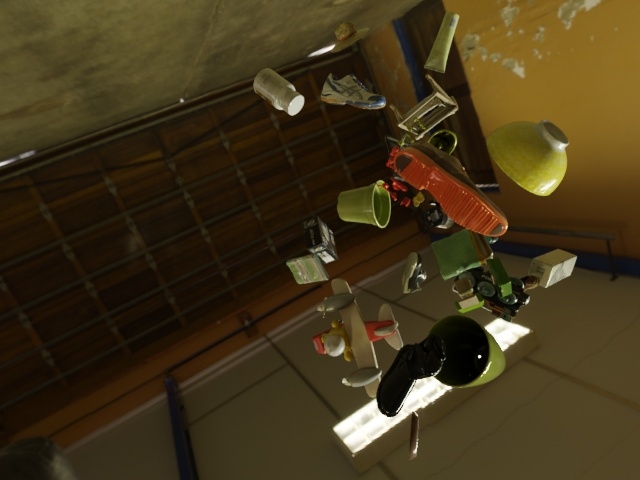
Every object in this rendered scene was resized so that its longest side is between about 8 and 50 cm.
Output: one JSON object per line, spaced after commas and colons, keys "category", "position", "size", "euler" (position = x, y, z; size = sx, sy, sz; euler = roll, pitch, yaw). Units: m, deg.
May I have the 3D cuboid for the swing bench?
{"category": "swing bench", "position": [0.547, -0.672, 2.257], "size": [0.253, 0.255, 0.165], "euler": [-36, -131, 33]}

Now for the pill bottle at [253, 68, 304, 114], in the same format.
{"category": "pill bottle", "position": [-0.191, -0.686, 2.020], "size": [0.131, 0.229, 0.131], "euler": [-42, 160, -19]}

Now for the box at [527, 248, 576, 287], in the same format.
{"category": "box", "position": [1.061, 0.123, 1.990], "size": [0.275, 0.113, 0.094], "euler": [-12, -151, -39]}

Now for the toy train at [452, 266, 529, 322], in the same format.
{"category": "toy train", "position": [0.744, 0.226, 1.932], "size": [0.334, 0.190, 0.142], "euler": [25, -133, 27]}

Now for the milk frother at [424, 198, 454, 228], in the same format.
{"category": "milk frother", "position": [0.525, -0.117, 1.806], "size": [0.143, 0.129, 0.135], "euler": [-2, 178, 37]}

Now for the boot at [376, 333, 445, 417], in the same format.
{"category": "boot", "position": [0.266, 0.399, 1.284], "size": [0.246, 0.094, 0.207], "euler": [-58, 179, -25]}

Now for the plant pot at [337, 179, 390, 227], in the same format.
{"category": "plant pot", "position": [0.247, -0.209, 2.573], "size": [0.254, 0.275, 0.276], "euler": [-1, -157, 29]}

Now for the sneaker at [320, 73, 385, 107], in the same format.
{"category": "sneaker", "position": [0.139, -0.631, 1.822], "size": [0.297, 0.130, 0.112], "euler": [18, -170, 23]}

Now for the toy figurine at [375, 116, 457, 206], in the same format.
{"category": "toy figurine", "position": [0.383, -0.325, 1.626], "size": [0.217, 0.191, 0.362], "euler": [-49, 168, -41]}

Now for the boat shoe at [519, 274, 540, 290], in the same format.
{"category": "boat shoe", "position": [0.883, 0.198, 1.932], "size": [0.178, 0.060, 0.064], "euler": [-46, -156, 51]}

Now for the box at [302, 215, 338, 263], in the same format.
{"category": "box", "position": [0.000, 0.000, 1.921], "size": [0.078, 0.180, 0.147], "euler": [-21, -122, 17]}

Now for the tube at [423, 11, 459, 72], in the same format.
{"category": "tube", "position": [0.537, -0.870, 1.911], "size": [0.062, 0.240, 0.070], "euler": [7, -166, -39]}

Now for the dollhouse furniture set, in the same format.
{"category": "dollhouse furniture set", "position": [0.514, 0.074, 1.536], "size": [0.198, 0.151, 0.301], "euler": [-25, -122, 15]}

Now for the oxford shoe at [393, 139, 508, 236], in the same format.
{"category": "oxford shoe", "position": [0.383, -0.160, 1.214], "size": [0.133, 0.364, 0.130], "euler": [-40, 167, -29]}

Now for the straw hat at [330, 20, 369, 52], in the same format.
{"category": "straw hat", "position": [0.083, -0.690, 1.438], "size": [0.145, 0.061, 0.144], "euler": [-24, -147, 17]}

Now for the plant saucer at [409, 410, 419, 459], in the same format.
{"category": "plant saucer", "position": [0.343, 0.713, 1.590], "size": [0.029, 0.168, 0.168], "euler": [3, -159, 13]}

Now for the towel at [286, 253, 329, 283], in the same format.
{"category": "towel", "position": [-0.051, 0.111, 1.617], "size": [0.152, 0.113, 0.023], "euler": [-14, -160, 38]}

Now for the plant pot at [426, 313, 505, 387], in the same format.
{"category": "plant pot", "position": [0.610, 0.462, 1.737], "size": [0.275, 0.294, 0.274], "euler": [-24, -126, 38]}

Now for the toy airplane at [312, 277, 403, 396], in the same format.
{"category": "toy airplane", "position": [0.135, 0.400, 1.783], "size": [0.386, 0.384, 0.273], "euler": [35, -151, 31]}

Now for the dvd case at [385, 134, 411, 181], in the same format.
{"category": "dvd case", "position": [0.357, -0.335, 1.833], "size": [0.165, 0.221, 0.018], "euler": [11, 148, -30]}

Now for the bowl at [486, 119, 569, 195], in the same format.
{"category": "bowl", "position": [0.724, -0.309, 1.456], "size": [0.289, 0.289, 0.156], "euler": [-38, 170, -45]}

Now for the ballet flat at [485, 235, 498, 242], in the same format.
{"category": "ballet flat", "position": [0.856, -0.070, 2.269], "size": [0.074, 0.074, 0.203], "euler": [-25, -123, -6]}

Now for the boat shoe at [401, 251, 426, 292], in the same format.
{"category": "boat shoe", "position": [0.357, 0.119, 1.625], "size": [0.079, 0.233, 0.083], "euler": [0, -126, 2]}
